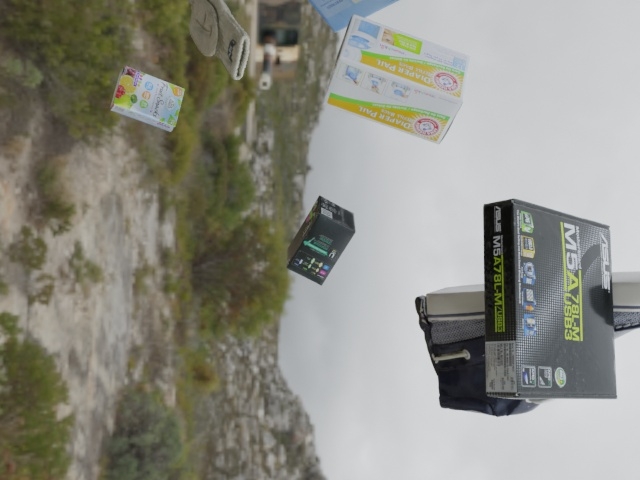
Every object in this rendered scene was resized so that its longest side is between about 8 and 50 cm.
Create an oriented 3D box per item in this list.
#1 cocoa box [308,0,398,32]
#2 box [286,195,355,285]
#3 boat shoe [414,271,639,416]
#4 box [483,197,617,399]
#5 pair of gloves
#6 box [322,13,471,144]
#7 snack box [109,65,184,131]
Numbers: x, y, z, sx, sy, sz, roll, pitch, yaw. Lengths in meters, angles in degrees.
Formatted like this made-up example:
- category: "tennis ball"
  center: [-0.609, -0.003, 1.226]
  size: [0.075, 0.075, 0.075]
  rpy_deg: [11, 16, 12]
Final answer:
- category: "cocoa box"
  center: [0.105, -0.548, 1.308]
  size: [0.347, 0.231, 0.228]
  rpy_deg: [-6, -137, 56]
- category: "box"
  center: [0.000, 0.000, 0.941]
  size: [0.083, 0.052, 0.062]
  rpy_deg: [-59, -168, 21]
- category: "boat shoe"
  center: [0.287, 0.127, 0.937]
  size: [0.127, 0.340, 0.158]
  rpy_deg: [-8, 91, -59]
- category: "box"
  center: [0.236, 0.066, 0.788]
  size: [0.045, 0.184, 0.191]
  rpy_deg: [-11, -107, 50]
- category: "pair of gloves"
  center: [-0.141, -0.384, 1.135]
  size: [0.204, 0.042, 0.240]
  rpy_deg: [44, -46, 40]
- category: "box"
  center: [0.121, -0.252, 1.222]
  size: [0.103, 0.203, 0.114]
  rpy_deg: [114, -7, -54]
- category: "snack box"
  center: [-0.380, -0.312, 1.705]
  size: [0.037, 0.141, 0.100]
  rpy_deg: [-26, -131, 59]
